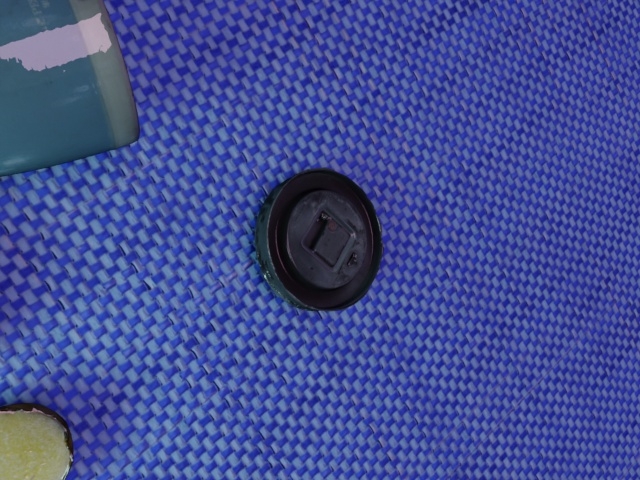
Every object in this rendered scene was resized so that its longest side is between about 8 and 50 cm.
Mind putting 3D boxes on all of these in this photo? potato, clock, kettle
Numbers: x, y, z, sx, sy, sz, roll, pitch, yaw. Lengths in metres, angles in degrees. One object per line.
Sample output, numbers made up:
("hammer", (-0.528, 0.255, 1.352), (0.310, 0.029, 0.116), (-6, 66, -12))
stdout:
("potato", (-0.417, 0.272, 0.860), (0.200, 0.081, 0.164), (-15, 103, -24))
("clock", (0.000, 0.000, 1.079), (0.226, 0.049, 0.226), (4, 83, -37))
("kettle", (-0.428, -0.216, 0.795), (0.342, 0.247, 0.319), (-21, 80, -17))
